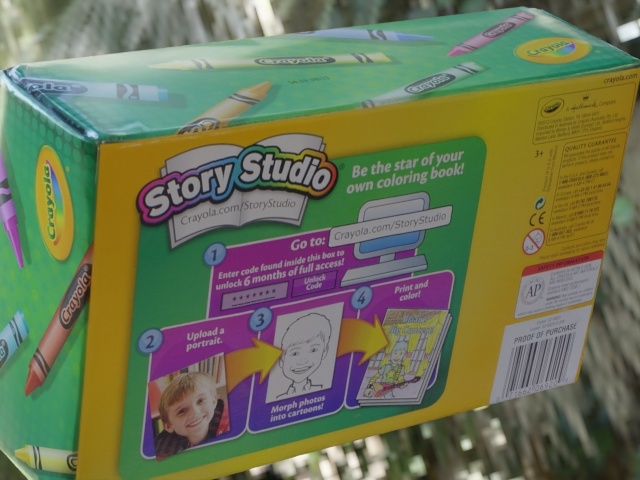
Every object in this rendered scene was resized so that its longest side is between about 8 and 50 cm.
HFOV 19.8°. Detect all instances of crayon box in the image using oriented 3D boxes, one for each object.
[{"bbox_3d":[0.000,0.000,0.784,0.278,0.165,0.081,-10,31,-34],"label":"crayon box"}]
